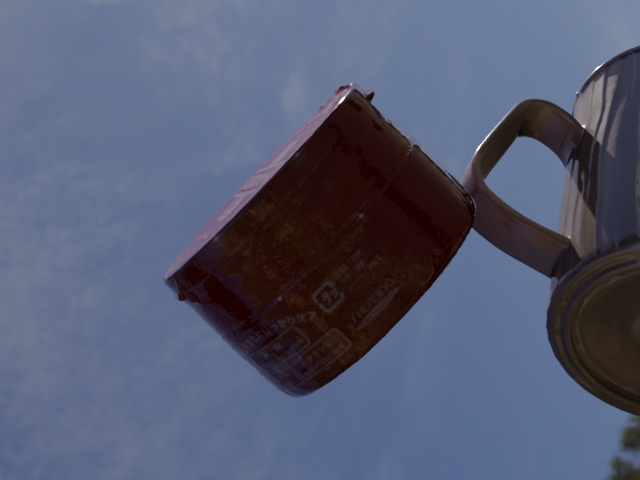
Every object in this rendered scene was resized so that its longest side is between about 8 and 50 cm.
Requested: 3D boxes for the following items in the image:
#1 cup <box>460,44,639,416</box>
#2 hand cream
[{"bbox_3d":[0.280,-0.030,1.140,0.288,0.208,0.273,40,-138,-19],"label":"cup"},{"bbox_3d":[0.000,0.000,0.930,0.125,0.193,0.193,45,-140,-9],"label":"hand cream"}]
